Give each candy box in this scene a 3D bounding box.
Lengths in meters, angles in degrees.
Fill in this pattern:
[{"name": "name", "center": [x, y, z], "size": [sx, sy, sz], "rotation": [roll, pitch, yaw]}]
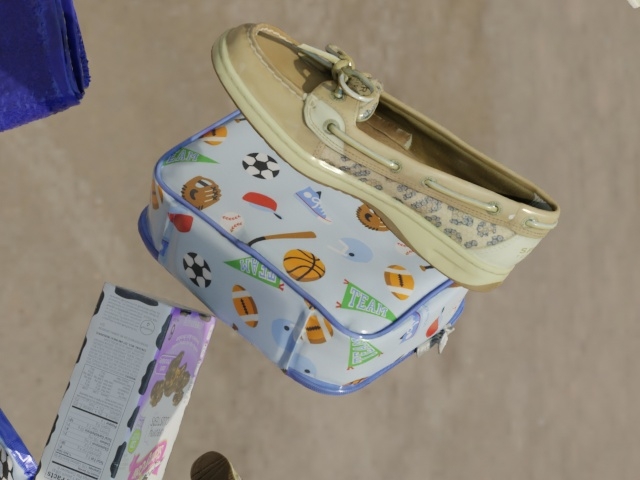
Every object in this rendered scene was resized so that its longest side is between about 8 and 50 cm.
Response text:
[{"name": "candy box", "center": [-0.170, 0.144, 1.533], "size": [0.165, 0.070, 0.196], "rotation": [28, 81, -79]}]

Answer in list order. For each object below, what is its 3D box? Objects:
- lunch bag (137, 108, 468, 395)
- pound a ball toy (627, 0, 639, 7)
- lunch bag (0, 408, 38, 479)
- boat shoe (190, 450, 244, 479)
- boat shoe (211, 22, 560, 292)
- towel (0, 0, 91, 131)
[{"name": "lunch bag", "center": [0.000, 0.000, 1.632], "size": [0.243, 0.303, 0.115], "rotation": [-33, 155, -41]}, {"name": "pound a ball toy", "center": [0.464, -0.429, 2.261], "size": [0.319, 0.208, 0.136], "rotation": [35, 46, -55]}, {"name": "lunch bag", "center": [-0.468, 0.274, 1.516], "size": [0.239, 0.328, 0.385], "rotation": [60, 19, -21]}, {"name": "boat shoe", "center": [-0.099, 0.276, 1.870], "size": [0.045, 0.050, 0.135], "rotation": [58, -7, -35]}, {"name": "boat shoe", "center": [0.048, -0.079, 1.296], "size": [0.285, 0.089, 0.104], "rotation": [36, 33, -13]}, {"name": "towel", "center": [-0.384, -0.188, 1.710], "size": [0.076, 0.308, 0.227], "rotation": [44, 30, -68]}]
